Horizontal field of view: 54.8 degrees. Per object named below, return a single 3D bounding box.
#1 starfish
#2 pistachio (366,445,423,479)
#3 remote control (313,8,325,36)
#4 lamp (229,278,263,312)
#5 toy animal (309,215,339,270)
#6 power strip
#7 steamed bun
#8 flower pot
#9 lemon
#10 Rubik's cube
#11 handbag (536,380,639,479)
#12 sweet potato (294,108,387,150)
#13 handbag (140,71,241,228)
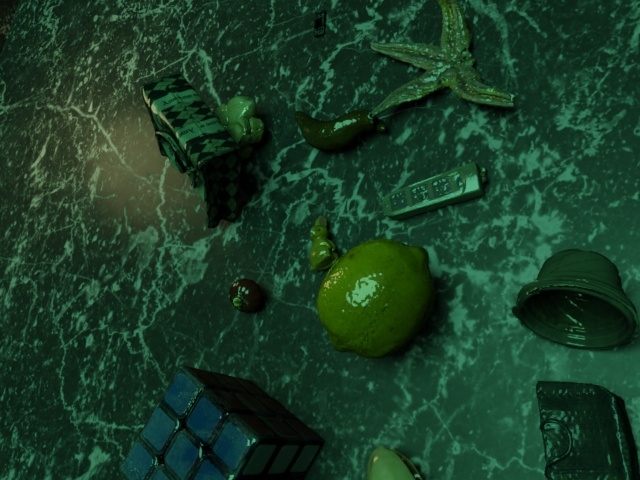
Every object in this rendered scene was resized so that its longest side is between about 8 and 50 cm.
[{"bbox_3d":[0.299,-0.474,1.629,0.383,0.132,0.398,-11,75,25],"label":"starfish"},{"bbox_3d":[0.156,0.555,1.349,0.145,0.117,0.201,-40,56,19],"label":"pistachio"},{"bbox_3d":[-0.003,-0.690,1.961,0.039,0.014,0.096,-8,70,29],"label":"remote control"},{"bbox_3d":[-0.208,0.155,1.734,0.101,0.090,0.101,13,120,24],"label":"lamp"},{"bbox_3d":[-0.004,0.001,1.682,0.083,0.070,0.159,-24,57,24],"label":"toy animal"},{"bbox_3d":[0.281,-0.118,1.563,0.285,0.048,0.080,-18,63,27],"label":"power strip"},{"bbox_3d":[-0.249,-0.354,1.937,0.192,0.106,0.178,-43,60,22],"label":"steamed bun"},{"bbox_3d":[0.522,0.110,1.253,0.235,0.235,0.141,1,49,31],"label":"flower pot"},{"bbox_3d":[0.134,0.130,1.433,0.310,0.258,0.258,-51,55,9],"label":"lemon"},{"bbox_3d":[-0.236,0.520,1.489,0.305,0.303,0.301,31,91,37],"label":"Rubik's cube"},{"bbox_3d":[0.519,0.405,1.211,0.175,0.088,0.271,-16,65,34],"label":"handbag"},{"bbox_3d":[0.039,-0.312,1.750,0.310,0.098,0.124,6,55,34],"label":"sweet potato"},{"bbox_3d":[-0.384,-0.262,1.873,0.180,0.317,0.416,-24,54,-22],"label":"handbag"}]
